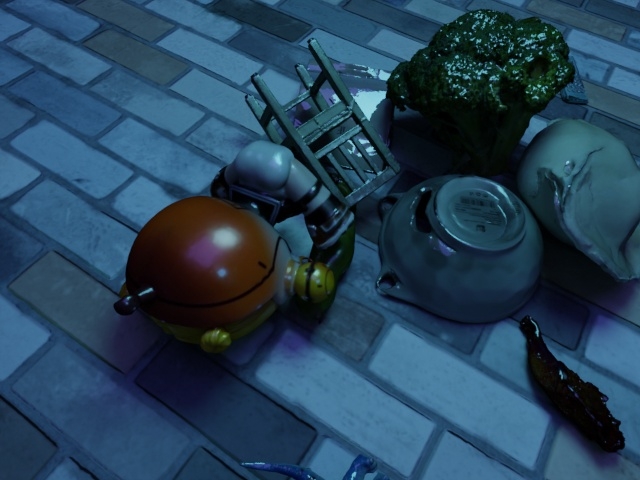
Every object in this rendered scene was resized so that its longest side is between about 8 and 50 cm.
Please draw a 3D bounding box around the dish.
[{"bbox_3d":[0.236,-0.014,0.766,0.304,0.120,0.302,2,56,-3],"label":"dish"}]

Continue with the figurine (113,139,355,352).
[{"bbox_3d":[-0.136,0.010,0.672,0.320,0.196,0.323,20,60,26],"label":"figurine"}]

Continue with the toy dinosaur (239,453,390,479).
[{"bbox_3d":[0.069,0.334,0.549,0.144,0.076,0.329,-42,78,-19],"label":"toy dinosaur"}]

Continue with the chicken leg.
[{"bbox_3d":[0.348,0.200,0.671,0.093,0.053,0.205,-14,62,-40],"label":"chicken leg"}]

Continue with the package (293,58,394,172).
[{"bbox_3d":[0.051,-0.254,0.961,0.204,0.062,0.250,11,69,4],"label":"package"}]

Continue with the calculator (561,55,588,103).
[{"bbox_3d":[0.577,-0.378,1.096,0.057,0.018,0.171,8,54,0],"label":"calculator"}]

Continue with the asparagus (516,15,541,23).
[{"bbox_3d":[0.517,-0.553,1.205,0.108,0.025,0.021,-19,69,-16],"label":"asparagus"}]

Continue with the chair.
[{"bbox_3d":[-0.001,-0.191,0.840,0.136,0.147,0.270,-37,98,-11],"label":"chair"}]

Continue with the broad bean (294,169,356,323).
[{"bbox_3d":[0.011,-0.001,0.786,0.098,0.055,0.317,-3,49,7],"label":"broad bean"}]

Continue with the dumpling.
[{"bbox_3d":[0.454,-0.073,0.797,0.181,0.341,0.260,-42,100,14],"label":"dumpling"}]

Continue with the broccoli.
[{"bbox_3d":[0.272,-0.251,0.832,0.304,0.283,0.321,-8,21,10],"label":"broccoli"}]
